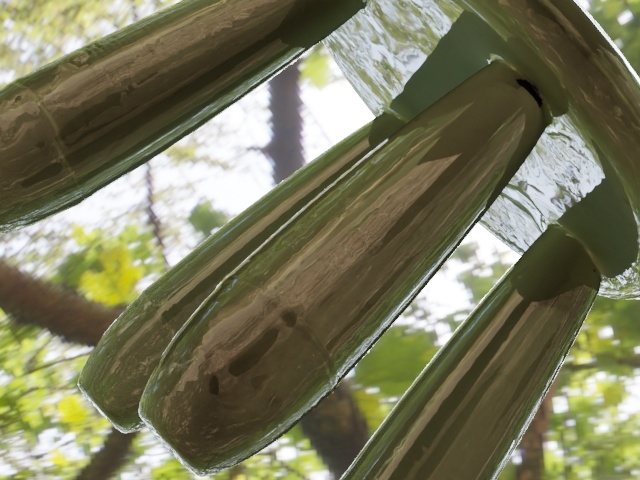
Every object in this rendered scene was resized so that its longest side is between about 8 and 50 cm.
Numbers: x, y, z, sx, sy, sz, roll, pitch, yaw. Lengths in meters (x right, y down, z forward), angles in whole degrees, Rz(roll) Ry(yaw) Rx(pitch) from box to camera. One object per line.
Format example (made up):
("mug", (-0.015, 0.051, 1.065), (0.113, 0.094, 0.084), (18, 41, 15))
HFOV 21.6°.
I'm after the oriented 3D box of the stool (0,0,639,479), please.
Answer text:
("stool", (0.000, 0.000, 0.605), (0.198, 0.195, 0.195), (-42, -128, -9))
